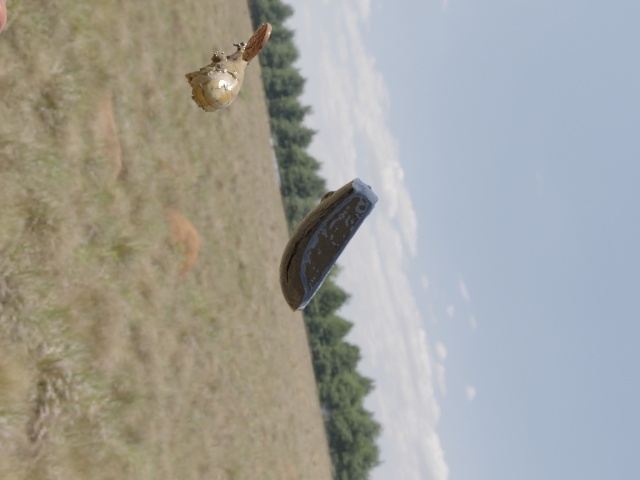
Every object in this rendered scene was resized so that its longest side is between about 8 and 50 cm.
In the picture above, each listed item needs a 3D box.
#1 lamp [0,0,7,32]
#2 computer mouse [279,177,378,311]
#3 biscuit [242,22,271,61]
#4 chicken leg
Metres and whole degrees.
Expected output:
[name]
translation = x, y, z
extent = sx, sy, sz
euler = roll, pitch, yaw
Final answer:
[lamp]
translation = -0.623, -0.404, 1.340
extent = 0.164, 0.187, 0.188
euler = 93, -14, -68
[computer mouse]
translation = 0.000, 0.000, 1.486
extent = 0.100, 0.269, 0.170
euler = 34, 5, 0
[biscuit]
translation = -0.120, -0.374, 1.504
extent = 0.091, 0.015, 0.078
euler = -27, -137, 51
[chicken leg]
translation = -0.198, -0.332, 1.616
extent = 0.085, 0.101, 0.207
euler = 61, 39, -32
